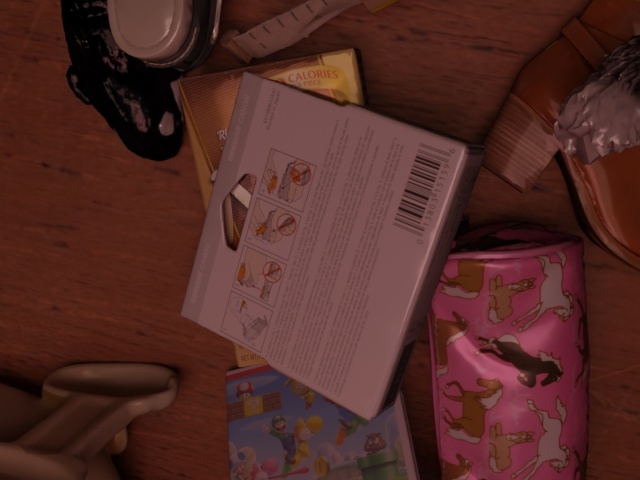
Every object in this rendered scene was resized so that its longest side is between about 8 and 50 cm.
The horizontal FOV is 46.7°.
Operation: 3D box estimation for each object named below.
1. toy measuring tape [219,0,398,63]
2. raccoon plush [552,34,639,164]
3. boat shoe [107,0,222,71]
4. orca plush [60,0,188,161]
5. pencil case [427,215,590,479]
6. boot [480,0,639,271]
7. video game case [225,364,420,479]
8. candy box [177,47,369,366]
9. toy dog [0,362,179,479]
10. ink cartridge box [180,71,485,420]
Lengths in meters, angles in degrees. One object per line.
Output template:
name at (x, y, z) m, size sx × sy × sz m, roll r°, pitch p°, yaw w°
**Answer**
toy measuring tape at (0.042, -0.285, 0.725) m, size 0.330 × 0.121 × 0.121 m, roll -20°, pitch 101°, yaw 26°
raccoon plush at (0.344, -0.290, 0.571) m, size 0.447 × 0.216 × 0.299 m, roll -29°, pitch 96°, yaw -17°
boat shoe at (-0.144, -0.323, 0.730) m, size 0.116 × 0.099 × 0.319 m, roll -1°, pitch 85°, yaw 21°
orca plush at (-0.210, -0.219, 0.761) m, size 0.151 × 0.102 × 0.287 m, roll 2°, pitch 104°, yaw 6°
pencil case at (0.194, 0.172, 0.787) m, size 0.167 × 0.160 × 0.385 m, roll 5°, pitch 108°, yaw 40°
boot at (0.323, -0.099, 0.741) m, size 0.284 × 0.109 × 0.220 m, roll 36°, pitch 101°, yaw 4°
video game case at (0.001, 0.247, 0.789) m, size 0.204 × 0.285 × 0.025 m, roll -16°, pitch 142°, yaw 10°
candy box at (-0.024, -0.032, 0.794) m, size 0.183 × 0.087 × 0.316 m, roll -8°, pitch 104°, yaw 8°
toy dog at (-0.340, 0.380, 0.841) m, size 0.396 × 0.284 × 0.407 m, roll 0°, pitch 106°, yaw 7°
ink cartridge box at (0.000, 0.000, 0.726) m, size 0.239 × 0.060 × 0.274 m, roll 25°, pitch 107°, yaw 25°
